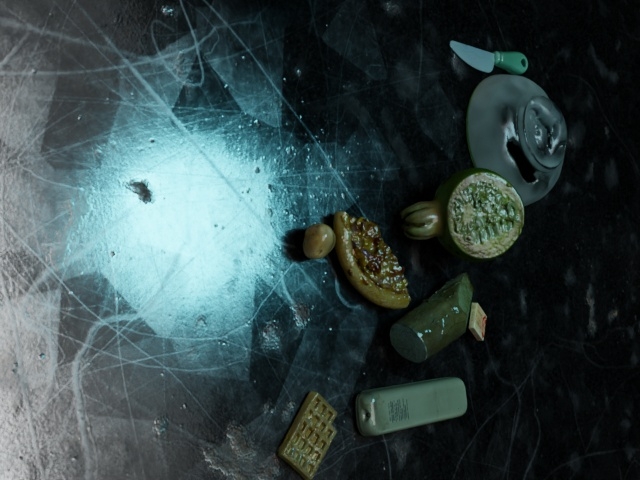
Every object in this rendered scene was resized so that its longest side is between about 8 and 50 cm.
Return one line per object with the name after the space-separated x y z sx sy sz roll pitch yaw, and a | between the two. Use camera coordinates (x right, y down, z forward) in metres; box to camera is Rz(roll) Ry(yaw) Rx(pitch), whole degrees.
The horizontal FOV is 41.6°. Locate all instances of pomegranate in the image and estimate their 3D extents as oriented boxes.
0.292 -0.040 1.752 0.241 0.159 0.190 -37 101 -11 | pomegranate

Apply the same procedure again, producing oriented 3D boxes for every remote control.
0.187 0.324 1.661 0.310 0.038 0.090 -1 82 -43 | remote control

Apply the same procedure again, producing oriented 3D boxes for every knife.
0.397 -0.427 1.991 0.260 0.035 0.063 -1 89 -37 | knife

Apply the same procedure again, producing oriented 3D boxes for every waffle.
-0.017 0.343 1.483 0.092 0.021 0.135 48 55 -24 | waffle

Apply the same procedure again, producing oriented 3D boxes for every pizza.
0.098 0.042 1.613 0.127 0.058 0.246 -40 112 -40 | pizza

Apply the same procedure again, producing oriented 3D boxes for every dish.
0.490 -0.246 1.975 0.324 0.124 0.324 9 77 -41 | dish

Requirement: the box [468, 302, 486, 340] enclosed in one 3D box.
0.340 0.176 1.817 0.093 0.015 0.058 46 53 -57 | box

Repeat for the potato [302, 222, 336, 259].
0.000 0.000 1.530 0.062 0.068 0.083 48 24 24 | potato

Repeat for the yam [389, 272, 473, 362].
0.248 0.154 1.707 0.259 0.106 0.106 -30 103 -40 | yam
